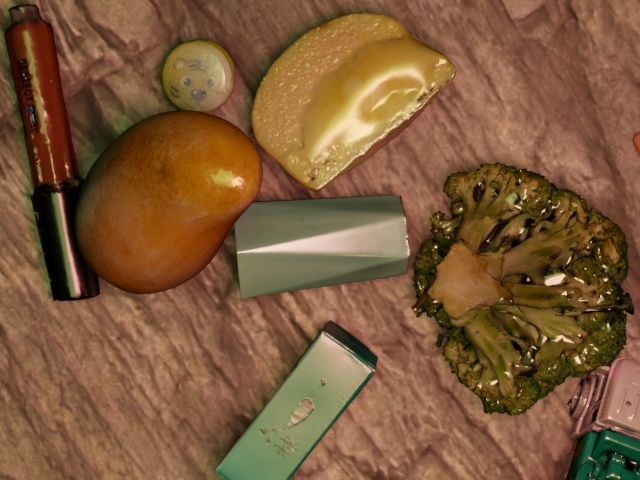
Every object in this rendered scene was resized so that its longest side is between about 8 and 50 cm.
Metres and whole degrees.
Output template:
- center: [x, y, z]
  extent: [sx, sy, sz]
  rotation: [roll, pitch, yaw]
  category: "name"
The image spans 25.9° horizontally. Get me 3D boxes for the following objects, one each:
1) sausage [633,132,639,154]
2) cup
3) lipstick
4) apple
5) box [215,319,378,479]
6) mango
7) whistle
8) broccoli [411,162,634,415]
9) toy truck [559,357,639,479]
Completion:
- center: [0.461, -0.113, 1.915]
  extent: [0.034, 0.034, 0.083]
  rotation: [-31, 90, 5]
  category: "sausage"
- center: [0.000, 0.000, 1.910]
  extent: [0.235, 0.134, 0.148]
  rotation: [-6, 66, -5]
  category: "cup"
- center: [-0.378, -0.121, 1.950]
  extent: [0.077, 0.077, 0.419]
  rotation: [-10, 91, 4]
  category: "lipstick"
- center: [0.033, -0.199, 1.901]
  extent: [0.265, 0.120, 0.193]
  rotation: [-41, 77, 2]
  category: "apple"
- center: [-0.029, 0.235, 1.905]
  extent: [0.092, 0.153, 0.245]
  rotation: [38, 93, 1]
  category: "box"
- center: [-0.201, -0.050, 1.813]
  extent: [0.199, 0.384, 0.222]
  rotation: [29, 64, -24]
  category: "mango"
- center: [-0.171, -0.182, 1.948]
  extent: [0.104, 0.057, 0.198]
  rotation: [5, 100, 14]
  category: "whistle"
- center: [0.240, 0.063, 1.821]
  extent: [0.321, 0.283, 0.304]
  rotation: [44, 110, 28]
  category: "broccoli"
- center: [0.386, 0.334, 1.829]
  extent: [0.176, 0.178, 0.364]
  rotation: [21, 67, 1]
  category: "toy truck"
